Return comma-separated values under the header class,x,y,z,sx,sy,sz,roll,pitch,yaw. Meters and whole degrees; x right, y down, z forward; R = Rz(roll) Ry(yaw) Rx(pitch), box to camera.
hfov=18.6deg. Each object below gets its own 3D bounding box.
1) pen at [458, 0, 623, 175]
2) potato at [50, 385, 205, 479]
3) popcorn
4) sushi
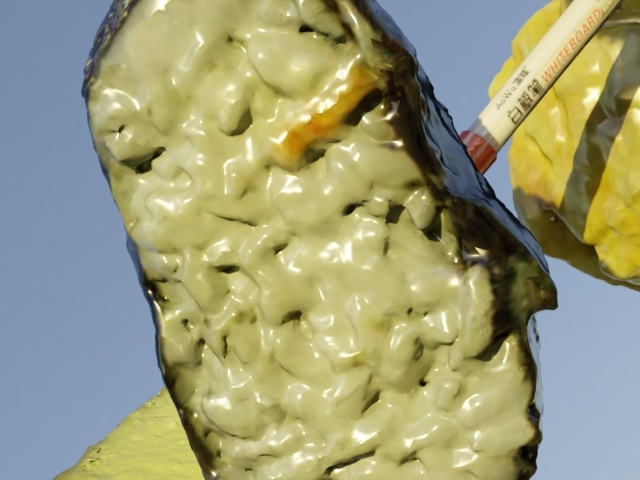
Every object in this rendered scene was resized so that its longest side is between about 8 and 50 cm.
class,x,y,z,sx,sy,sz,roll,pitch,yaw
pen,0.133,-0.100,1.224,0.239,0.028,0.028,-50,-21,-17
potato,-0.083,0.284,1.279,0.330,0.212,0.280,-35,-48,-49
popcorn,0.249,-0.084,1.423,0.249,0.249,0.225,-52,-15,26
sushi,0.000,0.000,1.048,0.211,0.350,0.171,-27,6,8
